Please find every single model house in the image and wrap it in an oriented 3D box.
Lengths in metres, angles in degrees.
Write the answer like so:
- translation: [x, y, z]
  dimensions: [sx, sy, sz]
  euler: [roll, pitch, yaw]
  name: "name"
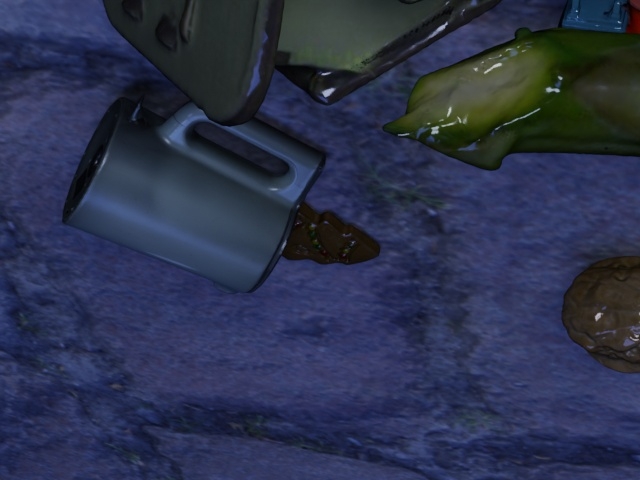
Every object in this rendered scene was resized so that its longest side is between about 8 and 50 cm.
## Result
- translation: [0.048, -0.177, 0.809]
  dimensions: [0.278, 0.218, 0.205]
  euler: [-3, 116, -28]
  name: "model house"

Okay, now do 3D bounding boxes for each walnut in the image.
- translation: [0.215, 0.052, 1.127]
  dimensions: [0.096, 0.082, 0.079]
  euler: [3, 178, 37]
  name: "walnut"

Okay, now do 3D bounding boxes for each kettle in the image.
- translation: [-0.092, -0.040, 1.144]
  dimensions: [0.148, 0.127, 0.098]
  euler: [24, -178, -16]
  name: "kettle"

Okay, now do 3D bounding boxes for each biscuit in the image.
- translation: [0.000, 0.000, 1.219]
  dimensions: [0.092, 0.016, 0.082]
  euler: [18, 150, 3]
  name: "biscuit"

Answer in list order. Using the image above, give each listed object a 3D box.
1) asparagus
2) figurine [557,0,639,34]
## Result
- translation: [0.197, -0.072, 0.834]
  dimensions: [0.343, 0.082, 0.085]
  euler: [4, 140, -21]
  name: "asparagus"
- translation: [0.169, -0.100, 0.907]
  dimensions: [0.075, 0.068, 0.140]
  euler: [5, 146, 16]
  name: "figurine"
